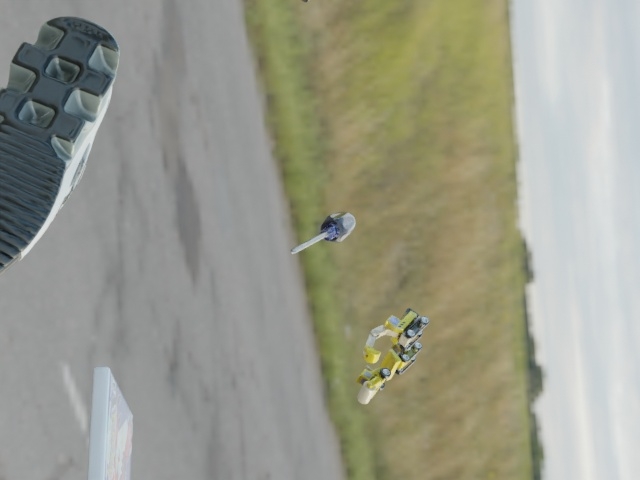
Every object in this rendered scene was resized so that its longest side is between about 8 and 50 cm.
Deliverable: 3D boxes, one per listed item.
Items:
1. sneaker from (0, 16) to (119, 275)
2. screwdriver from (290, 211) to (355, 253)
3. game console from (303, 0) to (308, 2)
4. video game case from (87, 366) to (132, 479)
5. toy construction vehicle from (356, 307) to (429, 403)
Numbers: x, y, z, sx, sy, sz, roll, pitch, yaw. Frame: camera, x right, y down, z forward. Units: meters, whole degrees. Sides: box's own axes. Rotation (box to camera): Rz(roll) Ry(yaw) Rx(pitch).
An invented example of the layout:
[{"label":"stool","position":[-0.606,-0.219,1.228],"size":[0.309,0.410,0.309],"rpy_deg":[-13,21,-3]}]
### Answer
[{"label":"sneaker","position":[-0.284,-0.046,1.408],"size":[0.330,0.122,0.146],"rpy_deg":[-59,175,-34]},{"label":"screwdriver","position":[0.000,0.000,1.216],"size":[0.170,0.024,0.025],"rpy_deg":[-40,138,-70]},{"label":"game console","position":[-0.150,-0.453,2.098],"size":[0.250,0.173,0.293],"rpy_deg":[52,-11,25]},{"label":"video game case","position":[-0.255,0.278,1.852],"size":[0.183,0.023,0.201],"rpy_deg":[84,4,-65]},{"label":"toy construction vehicle","position":[0.065,0.106,1.464],"size":[0.098,0.035,0.086],"rpy_deg":[-39,160,-40]}]
